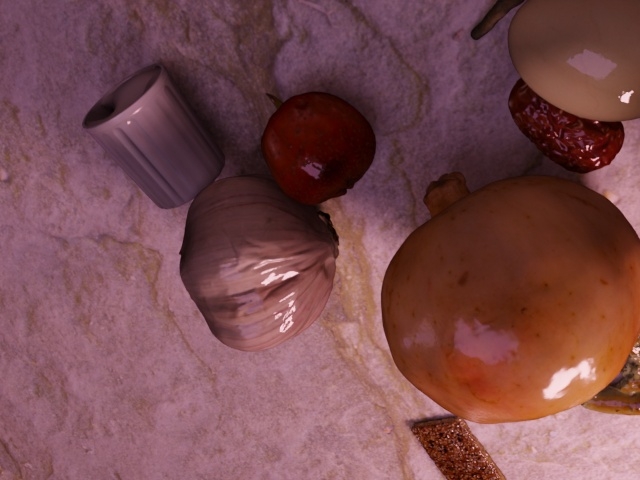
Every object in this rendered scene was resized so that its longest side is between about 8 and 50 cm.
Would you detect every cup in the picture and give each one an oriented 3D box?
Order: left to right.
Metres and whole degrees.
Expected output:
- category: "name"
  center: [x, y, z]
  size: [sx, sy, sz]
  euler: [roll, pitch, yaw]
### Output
- category: "cup"
  center: [-0.280, -0.182, 1.593]
  size: [0.167, 0.221, 0.202]
  euler: [-34, 118, 4]

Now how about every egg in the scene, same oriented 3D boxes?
- category: "egg"
  center: [0.362, -0.247, 1.193]
  size: [0.242, 0.186, 0.186]
  euler: [8, 134, -4]

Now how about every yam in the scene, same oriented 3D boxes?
- category: "yam"
  center: [0.254, -0.322, 1.233]
  size: [0.029, 0.027, 0.234]
  euler: [4, 167, -17]

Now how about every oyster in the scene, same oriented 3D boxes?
- category: "oyster"
  center: [0.001, -0.001, 1.689]
  size: [0.086, 0.029, 0.132]
  euler: [49, 147, 7]

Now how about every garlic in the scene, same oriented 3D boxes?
- category: "garlic"
  center: [-0.099, 0.023, 1.573]
  size: [0.260, 0.317, 0.317]
  euler: [-6, 128, 11]

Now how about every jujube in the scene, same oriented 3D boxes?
- category: "jujube"
  center: [0.349, -0.173, 1.329]
  size: [0.176, 0.109, 0.112]
  euler: [36, 119, -12]

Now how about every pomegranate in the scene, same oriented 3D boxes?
- category: "pomegranate"
  center: [0.273, 0.075, 1.400]
  size: [0.412, 0.411, 0.411]
  euler: [12, 133, 14]

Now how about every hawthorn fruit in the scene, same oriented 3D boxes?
- category: "hawthorn fruit"
  center: [-0.016, -0.158, 1.466]
  size: [0.200, 0.179, 0.179]
  euler: [45, 134, 5]

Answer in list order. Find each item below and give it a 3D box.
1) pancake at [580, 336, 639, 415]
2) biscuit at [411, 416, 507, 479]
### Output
- category: "pancake"
  center: [0.607, 0.225, 1.607]
  size: [0.197, 0.054, 0.376]
  euler: [39, 132, -11]
- category: "biscuit"
  center: [0.297, 0.462, 1.975]
  size: [0.131, 0.025, 0.231]
  euler: [-18, 120, 36]
